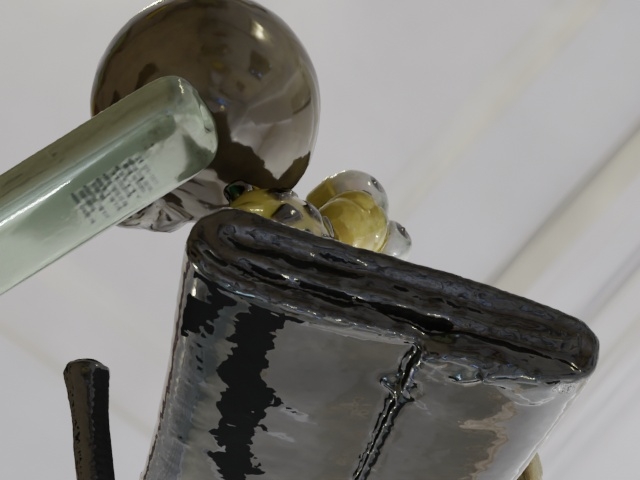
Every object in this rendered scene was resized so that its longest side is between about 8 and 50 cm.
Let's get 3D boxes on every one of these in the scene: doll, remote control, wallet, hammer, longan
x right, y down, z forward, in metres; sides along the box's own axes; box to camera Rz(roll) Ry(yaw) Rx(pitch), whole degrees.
[{"bbox_3d":[0.001,0.000,1.430,0.086,0.117,0.291,-36,169,19],"label":"doll"},{"bbox_3d":[-0.208,-0.009,1.295,0.309,0.090,0.038,-33,-128,0],"label":"remote control"},{"bbox_3d":[0.008,0.122,1.139,0.406,0.228,0.062,108,2,-61],"label":"wallet"},{"bbox_3d":[-0.117,0.180,1.040,0.029,0.103,0.246,132,-41,-52],"label":"hammer"},{"bbox_3d":[-0.094,-0.091,1.427,0.204,0.185,0.159,-50,-155,-5],"label":"longan"}]

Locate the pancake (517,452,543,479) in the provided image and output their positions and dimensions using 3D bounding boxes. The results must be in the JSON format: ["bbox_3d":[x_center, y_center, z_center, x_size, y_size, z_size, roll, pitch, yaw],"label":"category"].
[{"bbox_3d":[0.102,0.186,1.406,0.139,0.139,0.022,-47,168,10],"label":"pancake"}]

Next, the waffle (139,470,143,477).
[{"bbox_3d":[-0.072,0.288,1.617,0.229,0.231,0.051,5,-146,23],"label":"waffle"}]
